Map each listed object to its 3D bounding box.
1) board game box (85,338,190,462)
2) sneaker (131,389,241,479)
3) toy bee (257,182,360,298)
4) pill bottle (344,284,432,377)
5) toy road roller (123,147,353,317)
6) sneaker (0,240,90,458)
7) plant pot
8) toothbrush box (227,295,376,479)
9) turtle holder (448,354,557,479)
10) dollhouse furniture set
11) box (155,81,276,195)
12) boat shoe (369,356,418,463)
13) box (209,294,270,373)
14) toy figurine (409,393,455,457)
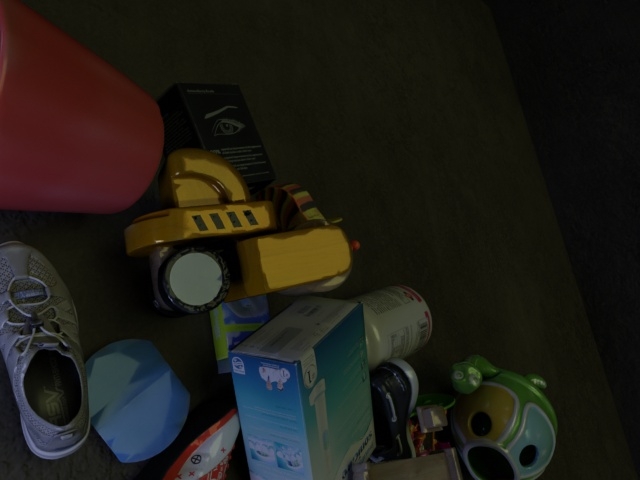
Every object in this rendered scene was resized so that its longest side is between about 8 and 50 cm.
[{"bbox_3d":[-0.271,0.227,0.760,0.168,0.033,0.133,56,45,-6],"label":"board game box"},{"bbox_3d":[-0.175,0.353,0.772,0.270,0.090,0.144,-44,115,-54],"label":"sneaker"},{"bbox_3d":[0.000,0.000,1.081,0.298,0.162,0.195,51,40,-16],"label":"toy bee"},{"bbox_3d":[0.095,0.192,1.087,0.283,0.160,0.160,-10,79,-50],"label":"pill bottle"},{"bbox_3d":[-0.132,-0.017,0.828,0.330,0.202,0.240,-8,84,-26],"label":"toy road roller"},{"bbox_3d":[-0.340,0.122,0.656,0.105,0.115,0.281,-17,77,-38],"label":"sneaker"},{"bbox_3d":[-0.364,-0.152,0.697,0.243,0.275,0.274,18,58,-55],"label":"plant pot"},{"bbox_3d":[-0.016,0.268,0.860,0.216,0.126,0.295,-34,121,-55],"label":"toothbrush box"},{"bbox_3d":[0.425,0.426,1.245,0.227,0.244,0.320,-41,134,-51],"label":"turtle holder"},{"bbox_3d":[0.080,0.474,0.873,0.303,0.174,0.355,6,62,-30],"label":"dollhouse furniture set"},{"bbox_3d":[-0.201,-0.180,0.990,0.153,0.108,0.207,-17,84,-50],"label":"box"},{"bbox_3d":[0.118,0.365,1.011,0.091,0.114,0.302,-22,118,-38],"label":"boat shoe"},{"bbox_3d":[-0.143,0.140,0.945,0.109,0.042,0.178,6,66,-46],"label":"box"},{"bbox_3d":[0.230,0.442,1.166,0.173,0.130,0.159,-10,88,-27],"label":"toy figurine"}]
